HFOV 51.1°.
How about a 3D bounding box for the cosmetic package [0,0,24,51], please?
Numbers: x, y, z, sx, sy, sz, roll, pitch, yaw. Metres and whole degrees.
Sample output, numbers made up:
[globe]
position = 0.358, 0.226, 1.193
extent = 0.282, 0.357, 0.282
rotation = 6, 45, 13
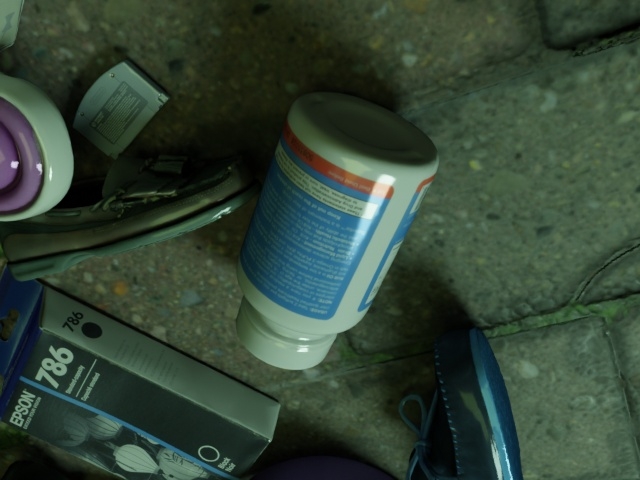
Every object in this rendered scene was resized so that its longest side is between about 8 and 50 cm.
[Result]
[cosmetic package]
position = -0.373, -0.239, 0.459
extent = 0.296, 0.153, 0.129
rotation = 26, 121, -9

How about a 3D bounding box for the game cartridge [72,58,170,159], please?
[game cartridge]
position = -0.176, -0.115, 0.582
extent = 0.056, 0.017, 0.083
rotation = 40, 118, -19

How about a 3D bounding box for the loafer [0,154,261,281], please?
[loafer]
position = -0.184, -0.034, 0.590
extent = 0.268, 0.096, 0.084
rotation = -17, 107, 20

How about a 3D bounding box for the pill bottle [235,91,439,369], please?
[pill bottle]
position = 0.000, 0.000, 0.562
extent = 0.124, 0.124, 0.221
rotation = 21, 120, -4

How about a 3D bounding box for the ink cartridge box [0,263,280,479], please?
[ink cartridge box]
position = -0.227, 0.173, 0.732
extent = 0.333, 0.065, 0.165
rotation = 29, 120, -8

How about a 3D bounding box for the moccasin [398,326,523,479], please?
[moccasin]
position = 0.143, 0.240, 0.677
extent = 0.117, 0.137, 0.341
rotation = -7, 118, 17

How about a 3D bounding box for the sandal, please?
[sandal]
position = -0.408, -0.085, 0.560
extent = 0.417, 0.102, 0.169
rotation = 0, 110, 17

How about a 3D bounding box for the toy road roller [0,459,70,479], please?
[toy road roller]
position = -0.313, 0.443, 0.833
extent = 0.330, 0.202, 0.240
rotation = 27, 135, -7

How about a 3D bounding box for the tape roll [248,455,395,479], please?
[tape roll]
position = 0.002, 0.391, 0.756
extent = 0.275, 0.090, 0.274
rotation = 0, 98, 2
